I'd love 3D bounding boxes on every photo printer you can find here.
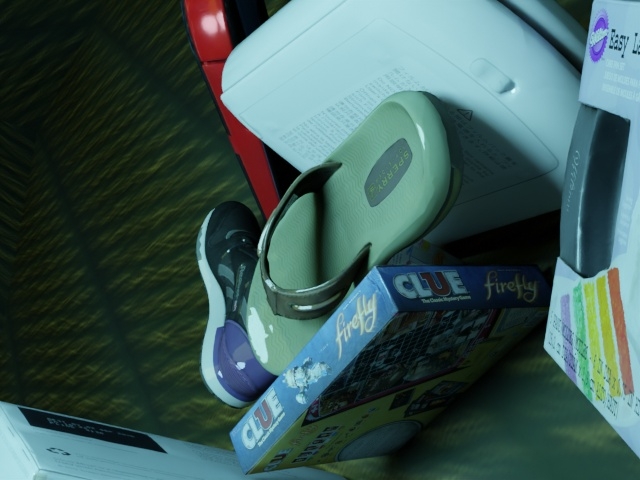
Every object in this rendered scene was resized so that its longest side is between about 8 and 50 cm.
[{"bbox_3d":[0.084,-0.114,0.893,0.107,0.256,0.307,-60,17,-23],"label":"photo printer"}]

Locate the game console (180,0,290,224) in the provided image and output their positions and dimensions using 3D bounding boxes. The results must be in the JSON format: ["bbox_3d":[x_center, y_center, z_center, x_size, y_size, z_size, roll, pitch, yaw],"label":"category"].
[{"bbox_3d":[-0.091,-0.247,1.396,0.386,0.060,0.342,-96,-12,-45],"label":"game console"}]

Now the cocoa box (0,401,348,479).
[{"bbox_3d":[-0.119,0.295,0.925,0.231,0.347,0.227,12,85,66],"label":"cocoa box"}]

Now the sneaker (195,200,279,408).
[{"bbox_3d":[-0.067,0.052,1.334,0.124,0.107,0.283,-37,43,31],"label":"sneaker"}]

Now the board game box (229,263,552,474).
[{"bbox_3d":[0.053,0.105,0.907,0.243,0.165,0.042,-51,51,40],"label":"board game box"}]

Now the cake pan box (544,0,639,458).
[{"bbox_3d":[0.205,-0.011,0.640,0.267,0.070,0.245,-109,25,-74],"label":"cake pan box"}]

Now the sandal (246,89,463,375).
[{"bbox_3d":[0.000,-0.002,0.854,0.120,0.086,0.302,60,142,24],"label":"sandal"}]

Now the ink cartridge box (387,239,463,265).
[{"bbox_3d":[0.055,0.045,0.996,0.090,0.143,0.092,-9,64,45],"label":"ink cartridge box"}]
